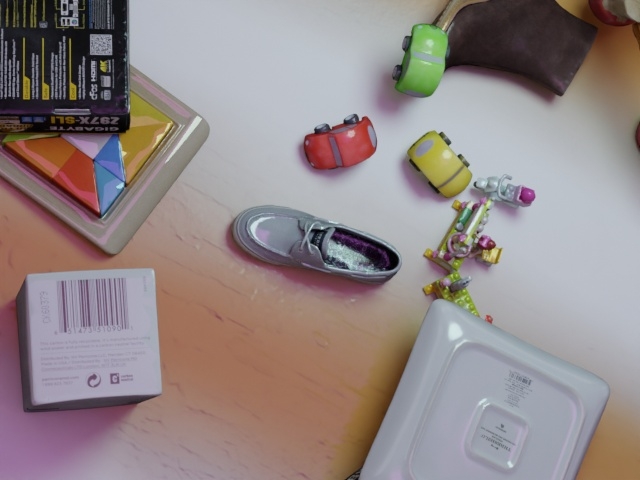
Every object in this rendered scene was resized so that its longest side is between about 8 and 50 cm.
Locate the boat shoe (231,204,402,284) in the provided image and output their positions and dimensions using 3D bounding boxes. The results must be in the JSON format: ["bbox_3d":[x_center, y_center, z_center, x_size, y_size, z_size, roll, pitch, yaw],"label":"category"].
[{"bbox_3d":[0.000,0.001,1.808,0.228,0.081,0.079,15,77,-12],"label":"boat shoe"}]

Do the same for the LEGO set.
[{"bbox_3d":[0.212,0.045,1.843,0.132,0.107,0.287,11,78,-13],"label":"LEGO set"}]

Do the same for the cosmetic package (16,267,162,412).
[{"bbox_3d":[-0.280,0.122,1.661,0.151,0.184,0.151,-3,81,-15],"label":"cosmetic package"}]

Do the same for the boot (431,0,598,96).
[{"bbox_3d":[0.253,-0.260,1.914,0.207,0.090,0.248,35,70,-4],"label":"boot"}]

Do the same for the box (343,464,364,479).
[{"bbox_3d":[0.061,0.434,1.753,0.307,0.076,0.242,-33,91,-18],"label":"box"}]

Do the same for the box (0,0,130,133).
[{"bbox_3d":[-0.368,-0.296,1.743,0.257,0.079,0.321,-2,76,-8],"label":"box"}]

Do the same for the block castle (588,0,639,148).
[{"bbox_3d":[0.621,-0.310,1.903,0.453,0.213,0.303,-23,103,4],"label":"block castle"}]

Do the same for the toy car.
[{"bbox_3d":[0.116,-0.174,1.835,0.239,0.053,0.225,12,107,-13],"label":"toy car"}]

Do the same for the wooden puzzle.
[{"bbox_3d":[-0.292,-0.134,1.775,0.239,0.044,0.221,37,73,-6],"label":"wooden puzzle"}]

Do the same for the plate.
[{"bbox_3d":[0.219,0.249,1.764,0.277,0.045,0.278,27,74,-11],"label":"plate"}]
